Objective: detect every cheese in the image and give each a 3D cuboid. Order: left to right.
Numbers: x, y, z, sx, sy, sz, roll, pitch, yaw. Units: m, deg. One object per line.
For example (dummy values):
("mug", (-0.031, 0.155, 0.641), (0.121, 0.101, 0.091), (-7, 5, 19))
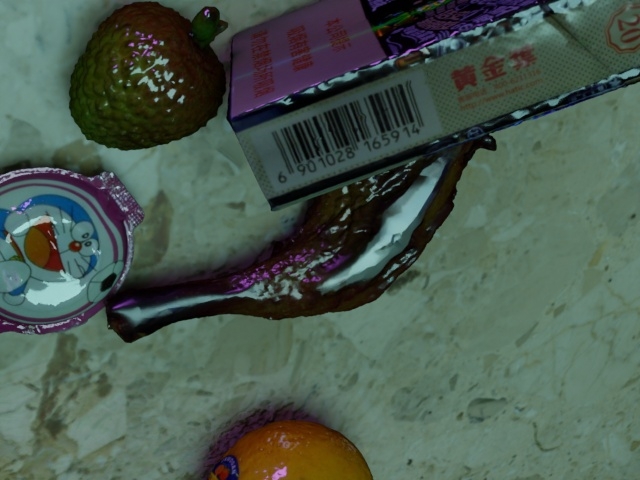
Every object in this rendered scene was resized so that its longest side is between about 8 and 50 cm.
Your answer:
("cheese", (-0.258, 0.030, 0.714), (0.244, 0.062, 0.155), (-34, 121, -6))

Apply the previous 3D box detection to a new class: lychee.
("lychee", (-0.130, -0.129, 0.673), (0.146, 0.114, 0.114), (-37, 121, 11))

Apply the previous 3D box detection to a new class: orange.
("orange", (-0.030, 0.265, 0.855), (0.178, 0.155, 0.177), (-5, 101, -28))

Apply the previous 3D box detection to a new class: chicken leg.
("chicken leg", (0.000, 0.000, 0.792), (0.407, 0.096, 0.158), (-32, 116, -6))

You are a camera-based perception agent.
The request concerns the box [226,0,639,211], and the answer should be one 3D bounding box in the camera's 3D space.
("box", (0.086, -0.146, 0.657), (0.310, 0.198, 0.084), (-20, 119, 7))
